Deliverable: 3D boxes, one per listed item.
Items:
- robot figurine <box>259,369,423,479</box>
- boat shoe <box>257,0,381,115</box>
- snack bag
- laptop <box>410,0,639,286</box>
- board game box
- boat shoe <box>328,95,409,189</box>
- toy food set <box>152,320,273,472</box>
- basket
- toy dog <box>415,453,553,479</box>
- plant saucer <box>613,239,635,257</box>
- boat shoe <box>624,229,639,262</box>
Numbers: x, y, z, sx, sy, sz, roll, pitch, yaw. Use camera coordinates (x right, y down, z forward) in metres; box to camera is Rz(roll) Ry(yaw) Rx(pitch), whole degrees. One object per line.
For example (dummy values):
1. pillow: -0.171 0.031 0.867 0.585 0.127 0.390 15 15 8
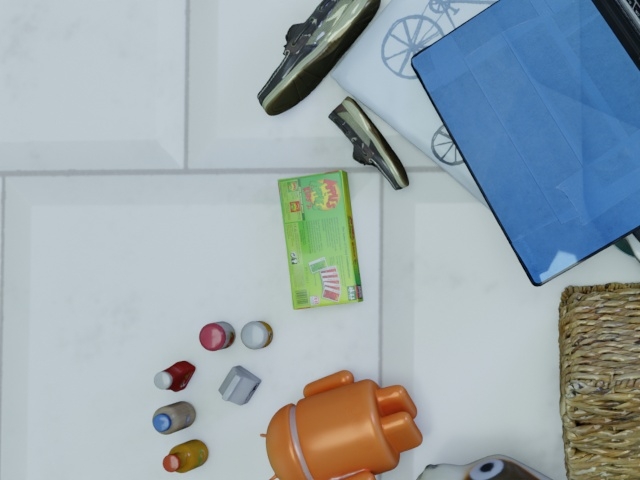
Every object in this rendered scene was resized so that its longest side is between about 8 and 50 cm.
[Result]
1. robot figurine: 0.022 0.260 1.543 0.219 0.128 0.158 -19 87 10
2. boat shoe: -0.013 -0.270 1.593 0.073 0.080 0.223 44 92 16
3. snack bag: 0.238 -0.241 1.554 0.342 0.037 0.323 41 98 10
4. laptop: 0.317 -0.232 1.338 0.236 0.408 0.382 -15 60 -17
5. board game box: 0.000 0.000 1.596 0.092 0.043 0.181 -8 87 12
6. boat shoe: 0.066 -0.126 1.583 0.049 0.056 0.152 -37 72 14
7. toy food set: -0.162 0.202 1.594 0.111 0.104 0.232 34 96 11
8. basket: 0.455 0.193 1.464 0.299 0.223 0.213 -4 120 12
9. toy dog: 0.175 0.464 1.427 0.395 0.284 0.408 18 90 12
10. plant saucer: 0.427 -0.034 1.512 0.119 0.021 0.119 0 89 13
11. boat shoe: 0.393 -0.047 1.458 0.079 0.095 0.254 -38 76 8
